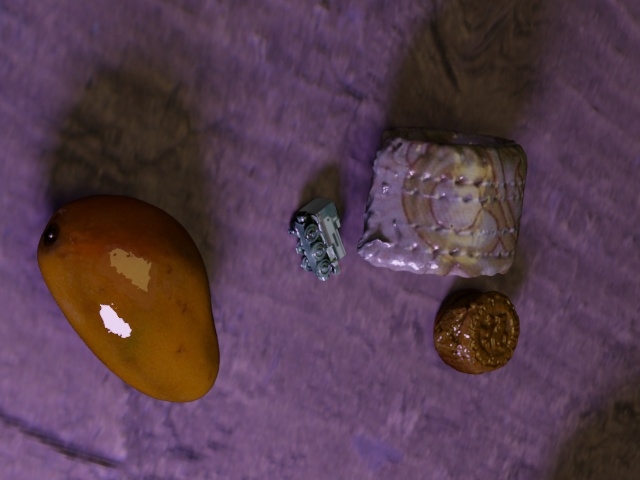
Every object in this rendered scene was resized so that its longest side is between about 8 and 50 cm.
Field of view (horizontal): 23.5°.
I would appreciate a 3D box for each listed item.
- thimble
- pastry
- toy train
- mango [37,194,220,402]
[{"bbox_3d":[0.127,-0.042,1.648,0.190,0.137,0.144,2,103,-25],"label":"thimble"},{"bbox_3d":[0.180,0.105,1.780,0.109,0.057,0.097,-10,102,-40],"label":"pastry"},{"bbox_3d":[0.000,0.000,1.618,0.053,0.033,0.083,-38,123,-30],"label":"toy train"},{"bbox_3d":[-0.164,0.055,1.445,0.138,0.113,0.253,-45,127,-19],"label":"mango"}]
